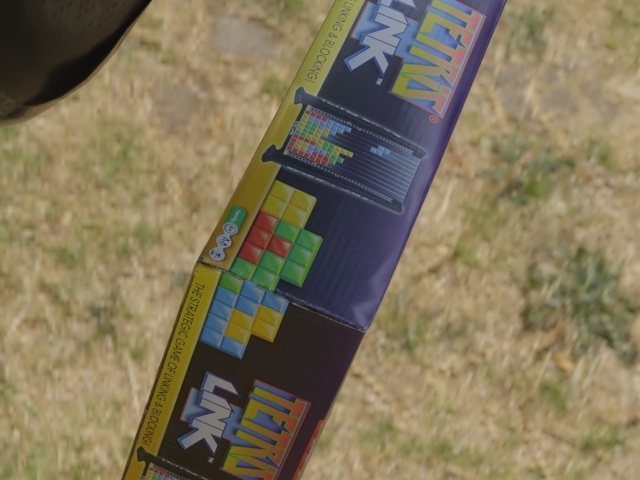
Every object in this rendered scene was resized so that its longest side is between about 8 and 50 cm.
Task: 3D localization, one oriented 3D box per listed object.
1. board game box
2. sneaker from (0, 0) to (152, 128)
[{"bbox_3d":[0.000,0.000,0.550,0.048,0.141,0.170,25,48,0],"label":"board game box"},{"bbox_3d":[0.055,-0.209,0.400,0.202,0.185,0.483,37,82,26],"label":"sneaker"}]
